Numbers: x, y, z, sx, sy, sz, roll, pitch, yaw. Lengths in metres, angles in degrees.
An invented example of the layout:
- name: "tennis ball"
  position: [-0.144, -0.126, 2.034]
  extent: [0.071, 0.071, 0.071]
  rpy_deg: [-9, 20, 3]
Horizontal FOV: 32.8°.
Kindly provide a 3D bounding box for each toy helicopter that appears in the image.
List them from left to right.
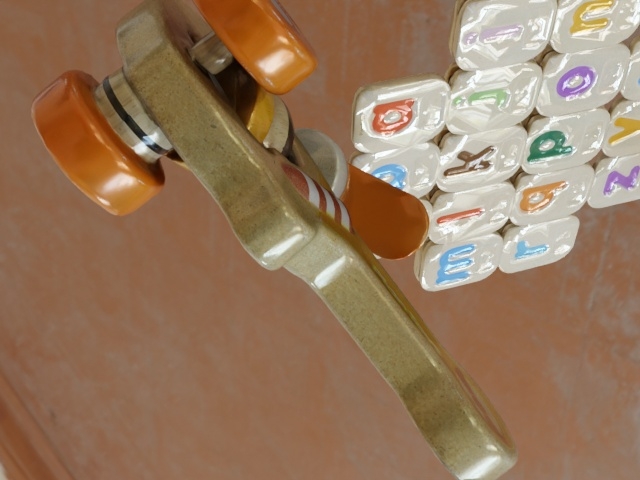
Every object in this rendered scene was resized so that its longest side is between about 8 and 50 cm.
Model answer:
- name: "toy helicopter"
  position: [0.000, 0.000, 0.669]
  extent: [0.140, 0.235, 0.355]
  rpy_deg: [-37, 92, 8]

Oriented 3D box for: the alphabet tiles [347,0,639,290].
- name: "alphabet tiles"
  position: [0.148, -0.072, 0.806]
  extent: [0.284, 0.277, 0.021]
  rpy_deg: [93, 159, -47]
